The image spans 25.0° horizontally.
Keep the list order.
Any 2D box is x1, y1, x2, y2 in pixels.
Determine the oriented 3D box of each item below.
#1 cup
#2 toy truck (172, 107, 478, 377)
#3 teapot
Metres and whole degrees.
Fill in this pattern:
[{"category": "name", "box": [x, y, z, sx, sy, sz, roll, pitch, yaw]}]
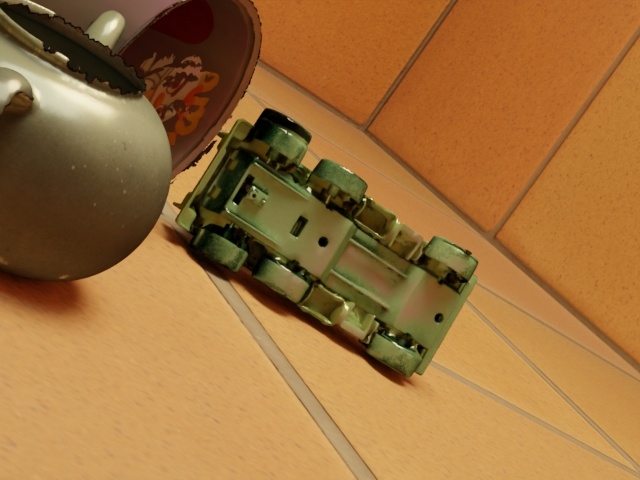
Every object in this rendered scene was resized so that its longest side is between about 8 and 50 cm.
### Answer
[{"category": "cup", "box": [-0.213, -0.181, 1.106, 0.288, 0.203, 0.203, 39, 9, 19]}, {"category": "toy truck", "box": [0.003, 0.002, 1.228, 0.260, 0.128, 0.135, 32, -5, -17]}, {"category": "teapot", "box": [-0.174, -0.067, 0.837, 0.193, 0.129, 0.294, 32, 12, -5]}]
